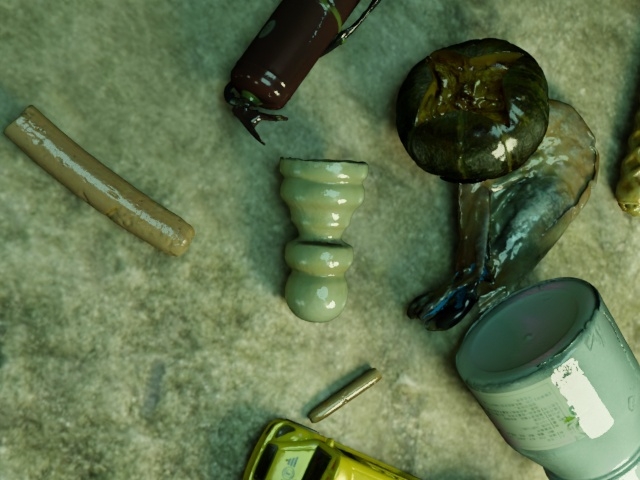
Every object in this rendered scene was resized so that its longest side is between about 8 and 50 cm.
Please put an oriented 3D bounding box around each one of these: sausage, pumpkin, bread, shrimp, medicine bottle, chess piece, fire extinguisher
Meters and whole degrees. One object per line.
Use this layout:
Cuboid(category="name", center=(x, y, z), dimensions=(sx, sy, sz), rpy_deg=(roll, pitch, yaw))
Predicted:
Cuboid(category="sausage", center=(-0.307, -0.077, 1.550), dimensions=(0.301, 0.066, 0.065), rpy_deg=(38, 78, -14))
Cuboid(category="pumpkin", center=(0.232, -0.193, 1.669), dimensions=(0.238, 0.159, 0.238), rpy_deg=(-8, 62, 15))
Cuboid(category="bread", center=(0.572, -0.217, 1.859), dimensions=(0.077, 0.084, 0.367), rpy_deg=(15, 85, 21))
Cuboid(category="shrimp", center=(0.286, -0.045, 1.747), dimensions=(0.221, 0.110, 0.445), rpy_deg=(38, 74, -10))
Cuboid(category="medicine bottle", center=(0.384, 0.239, 1.703), dimensions=(0.245, 0.245, 0.290), rpy_deg=(-42, 111, -15))
Cuboid(category="chess piece", center=(0.000, 0.000, 1.633), dimensions=(0.133, 0.133, 0.243), rpy_deg=(1, 96, -20))
Cuboid(category="sausage", center=(0.037, 0.239, 1.693), dimensions=(0.132, 0.024, 0.024), rpy_deg=(-32, 101, -18))
Cuboid(category="fire extinguisher", center=(-0.026, -0.291, 1.616), dimensions=(0.341, 0.141, 0.105), rpy_deg=(-57, 148, -15))

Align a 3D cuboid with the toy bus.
Cuboid(category="toy bus", center=(0.054, 0.387, 1.631), dimensions=(0.330, 0.152, 0.144), rpy_deg=(26, 82, -18))
